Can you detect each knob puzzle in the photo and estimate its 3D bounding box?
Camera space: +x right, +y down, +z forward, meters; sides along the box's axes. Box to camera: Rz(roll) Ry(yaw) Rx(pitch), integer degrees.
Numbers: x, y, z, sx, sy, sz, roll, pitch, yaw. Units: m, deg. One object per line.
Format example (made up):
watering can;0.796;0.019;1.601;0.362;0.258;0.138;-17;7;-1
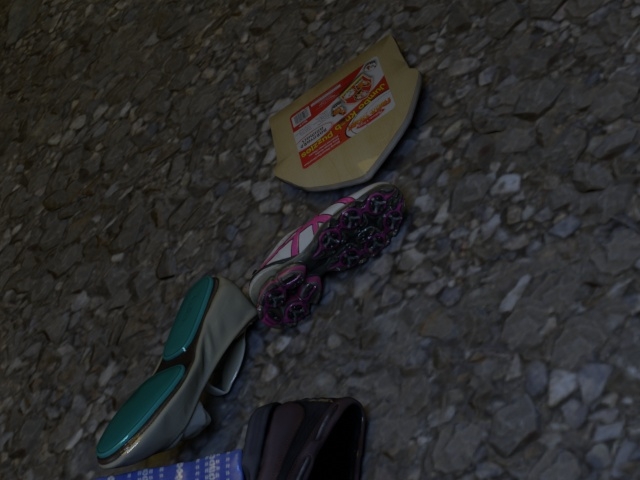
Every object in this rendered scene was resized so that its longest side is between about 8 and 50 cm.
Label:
knob puzzle;0.034;-0.117;1.485;0.213;0.030;0.213;-26;39;24

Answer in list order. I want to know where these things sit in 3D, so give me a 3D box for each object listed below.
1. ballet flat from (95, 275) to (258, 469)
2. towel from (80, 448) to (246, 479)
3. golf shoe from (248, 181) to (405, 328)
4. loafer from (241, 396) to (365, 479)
ballet flat;-0.126;0.138;1.334;0.086;0.086;0.248;-11;37;38
towel;-0.216;0.318;1.230;0.336;0.040;0.243;-13;54;22
golf shoe;0.000;0.000;1.371;0.186;0.067;0.086;-40;34;8
loafer;-0.011;0.236;1.118;0.095;0.109;0.302;-20;35;15
